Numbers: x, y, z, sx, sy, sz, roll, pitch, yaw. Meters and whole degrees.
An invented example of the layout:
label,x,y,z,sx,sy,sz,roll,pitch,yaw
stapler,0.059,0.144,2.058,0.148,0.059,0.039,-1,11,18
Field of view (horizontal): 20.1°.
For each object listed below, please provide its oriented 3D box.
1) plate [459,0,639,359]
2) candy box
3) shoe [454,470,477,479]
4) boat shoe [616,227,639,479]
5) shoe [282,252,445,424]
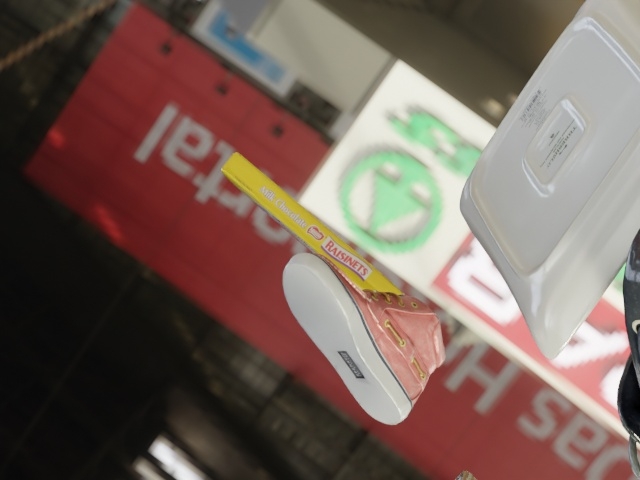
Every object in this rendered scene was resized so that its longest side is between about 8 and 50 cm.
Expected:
label,x,y,z,sx,sy,sz,roll,pitch,yaw
plate,0.219,-0.077,1.558,0.045,0.277,0.278,24,-159,-24
candy box,0.000,0.000,1.628,0.206,0.027,0.105,40,176,9
shoe,0.122,0.348,2.015,0.058,0.219,0.076,32,-149,-8
boat shoe,0.311,0.106,1.342,0.156,0.187,0.500,17,161,21
shoe,0.038,0.061,1.469,0.063,0.081,0.178,1,132,47
